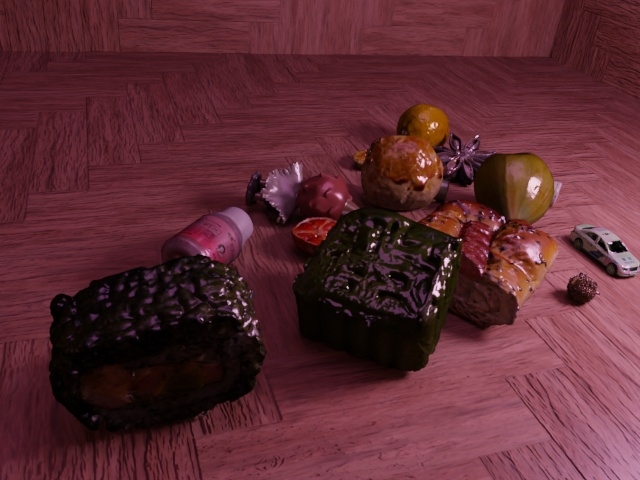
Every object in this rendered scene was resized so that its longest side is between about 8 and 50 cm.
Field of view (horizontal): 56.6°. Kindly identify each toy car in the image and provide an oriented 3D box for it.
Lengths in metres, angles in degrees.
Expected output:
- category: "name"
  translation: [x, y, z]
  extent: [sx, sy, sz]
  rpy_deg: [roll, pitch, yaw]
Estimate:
- category: "toy car"
  translation: [0.836, 0.021, 1.741]
  extent: [0.090, 0.076, 0.224]
  rpy_deg: [-6, 34, -22]

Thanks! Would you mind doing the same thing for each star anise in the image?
- category: "star anise"
  translation: [0.507, -0.281, 2.139]
  extent: [0.223, 0.109, 0.236]
  rpy_deg: [-27, 55, -9]

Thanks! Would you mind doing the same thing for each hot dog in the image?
- category: "hot dog"
  translation: [0.420, 0.027, 1.555]
  extent: [0.367, 0.196, 0.365]
  rpy_deg: [30, 35, 29]

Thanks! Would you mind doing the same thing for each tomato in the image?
- category: "tomato"
  translation: [0.000, 0.000, 1.624]
  extent: [0.156, 0.069, 0.155]
  rpy_deg: [2, 33, -1]

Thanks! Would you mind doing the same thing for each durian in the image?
- category: "durian"
  translation: [0.686, 0.126, 1.549]
  extent: [0.091, 0.080, 0.080]
  rpy_deg: [21, 33, 1]

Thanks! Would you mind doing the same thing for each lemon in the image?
- category: "lemon"
  translation: [0.387, -0.419, 2.252]
  extent: [0.231, 0.192, 0.192]
  rpy_deg: [-11, 35, -37]

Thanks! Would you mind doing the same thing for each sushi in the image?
- category: "sushi"
  translation: [-0.274, 0.191, 1.053]
  extent: [0.352, 0.294, 0.178]
  rpy_deg: [-15, 43, -7]

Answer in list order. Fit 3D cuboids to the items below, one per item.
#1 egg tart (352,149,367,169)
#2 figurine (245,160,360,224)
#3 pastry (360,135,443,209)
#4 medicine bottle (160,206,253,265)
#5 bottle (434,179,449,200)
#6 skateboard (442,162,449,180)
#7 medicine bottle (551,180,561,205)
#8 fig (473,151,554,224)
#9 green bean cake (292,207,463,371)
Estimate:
- category: "egg tart"
  translation: [0.171, -0.284, 2.127]
  extent: [0.131, 0.052, 0.130]
  rpy_deg: [5, 34, -3]
- category: "figurine"
  translation: [-0.025, -0.121, 1.744]
  extent: [0.387, 0.166, 0.207]
  rpy_deg: [11, 63, 10]
- category: "pastry"
  translation: [0.248, -0.189, 1.838]
  extent: [0.256, 0.236, 0.170]
  rpy_deg: [12, 50, 7]
- category: "medicine bottle"
  translation: [-0.275, 0.009, 1.491]
  extent: [0.147, 0.147, 0.247]
  rpy_deg: [19, 34, 19]
- category: "bottle"
  translation: [0.323, -0.187, 1.982]
  extent: [0.202, 0.072, 0.072]
  rpy_deg: [14, 33, 11]
- category: "skateboard"
  translation: [0.362, -0.229, 2.046]
  extent: [0.152, 0.067, 0.080]
  rpy_deg: [-14, 26, 11]
- category: "medicine bottle"
  translation: [0.721, -0.184, 2.039]
  extent: [0.183, 0.086, 0.086]
  rpy_deg: [21, 35, 22]
- category: "fig"
  translation: [0.586, -0.142, 1.826]
  extent: [0.240, 0.239, 0.271]
  rpy_deg: [14, 51, 12]
- category: "green bean cake"
  translation: [0.127, 0.093, 1.314]
  extent: [0.319, 0.218, 0.335]
  rpy_deg: [14, 47, 18]
